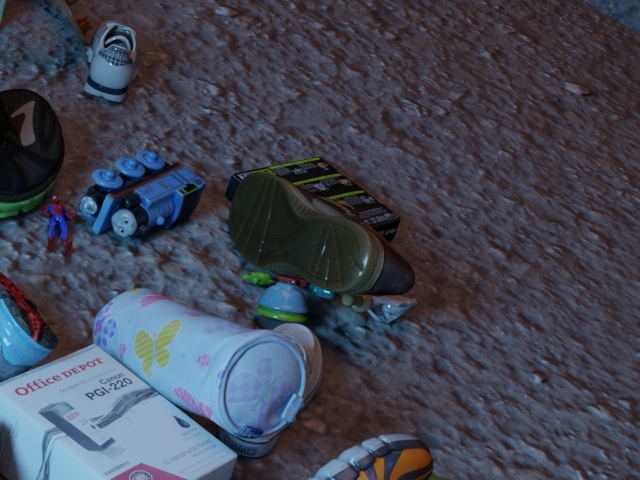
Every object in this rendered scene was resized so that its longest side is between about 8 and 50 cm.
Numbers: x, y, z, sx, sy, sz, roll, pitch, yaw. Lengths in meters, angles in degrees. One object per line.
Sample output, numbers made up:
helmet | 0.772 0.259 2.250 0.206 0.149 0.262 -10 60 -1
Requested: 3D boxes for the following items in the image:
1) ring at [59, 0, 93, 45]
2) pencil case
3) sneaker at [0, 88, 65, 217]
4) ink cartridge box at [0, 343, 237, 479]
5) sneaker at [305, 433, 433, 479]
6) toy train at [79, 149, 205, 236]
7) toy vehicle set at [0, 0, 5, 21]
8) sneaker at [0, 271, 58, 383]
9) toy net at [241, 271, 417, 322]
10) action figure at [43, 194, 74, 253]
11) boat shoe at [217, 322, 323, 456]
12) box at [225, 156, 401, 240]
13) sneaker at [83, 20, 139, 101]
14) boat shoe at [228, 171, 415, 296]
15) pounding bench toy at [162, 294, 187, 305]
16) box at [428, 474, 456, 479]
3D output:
ring | -0.444 -0.462 2.357 0.032 0.336 0.336 -28 42 -5
pencil case | -0.133 0.128 1.607 0.124 0.113 0.273 21 -4 -41
sneaker | -0.447 -0.141 1.840 0.185 0.202 0.483 26 16 12
ink cartridge box | -0.219 0.216 1.519 0.218 0.092 0.159 33 30 25
sneaker | 0.037 0.322 1.492 0.321 0.124 0.180 -26 56 -40
toy train | -0.241 -0.058 1.999 0.105 0.080 0.184 35 31 15
toy vehicle set | -0.612 -0.423 2.297 0.267 0.166 0.035 4 31 -26
sneaker | -0.377 0.094 1.612 0.104 0.125 0.262 48 -7 -22
toy net | 0.015 0.081 1.962 0.232 0.045 0.122 8 5 -27
action figure | -0.340 -0.025 1.929 0.038 0.030 0.115 5 30 -17
boat shoe | -0.045 0.154 1.744 0.095 0.084 0.258 21 28 1
box | -0.010 -0.049 2.165 0.184 0.045 0.191 36 33 31
sneaker | -0.321 -0.306 2.359 0.090 0.094 0.235 11 28 -14
boat shoe | 0.000 0.000 1.976 0.123 0.123 0.342 17 3 -38
pounding bench toy | -0.175 0.108 1.775 0.083 0.052 0.065 13 29 -14
box | 0.250 0.370 1.592 0.322 0.058 0.232 15 29 -12
